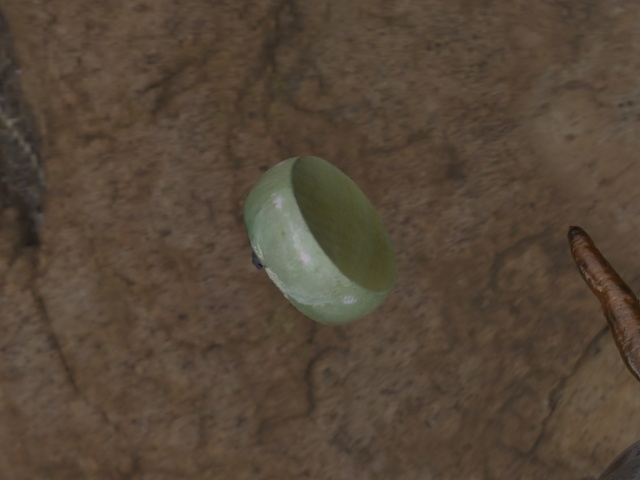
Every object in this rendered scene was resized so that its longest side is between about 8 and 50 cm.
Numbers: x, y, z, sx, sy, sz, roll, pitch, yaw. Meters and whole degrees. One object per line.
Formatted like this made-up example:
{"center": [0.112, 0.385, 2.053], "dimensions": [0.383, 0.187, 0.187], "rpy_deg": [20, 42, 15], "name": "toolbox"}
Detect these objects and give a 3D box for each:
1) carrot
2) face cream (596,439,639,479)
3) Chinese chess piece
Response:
{"center": [0.248, 0.051, 1.243], "dimensions": [0.036, 0.036, 0.165], "rpy_deg": [-34, 59, 20], "name": "carrot"}
{"center": [0.255, 0.265, 1.289], "dimensions": [0.071, 0.291, 0.144], "rpy_deg": [45, 121, 6], "name": "face cream"}
{"center": [0.000, 0.000, 1.200], "dimensions": [0.058, 0.144, 0.144], "rpy_deg": [-33, 86, 25], "name": "Chinese chess piece"}
